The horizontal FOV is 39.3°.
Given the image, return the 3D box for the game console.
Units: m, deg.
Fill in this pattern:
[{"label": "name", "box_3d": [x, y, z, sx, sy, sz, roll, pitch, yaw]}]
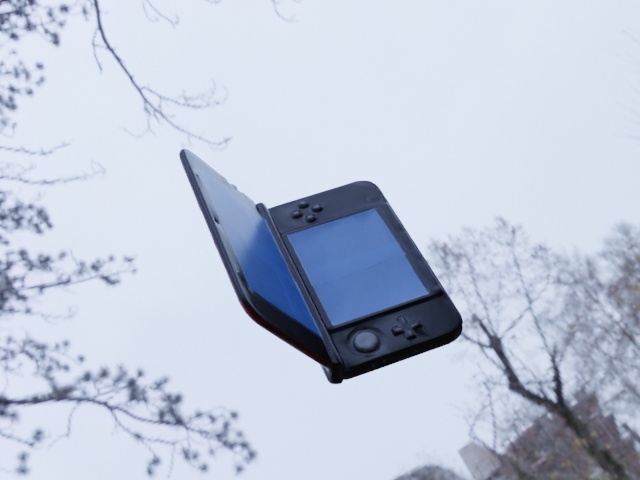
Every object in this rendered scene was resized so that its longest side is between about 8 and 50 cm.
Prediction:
[{"label": "game console", "box_3d": [0.000, 0.000, 0.516, 0.124, 0.144, 0.085, -18, -43, -11]}]
